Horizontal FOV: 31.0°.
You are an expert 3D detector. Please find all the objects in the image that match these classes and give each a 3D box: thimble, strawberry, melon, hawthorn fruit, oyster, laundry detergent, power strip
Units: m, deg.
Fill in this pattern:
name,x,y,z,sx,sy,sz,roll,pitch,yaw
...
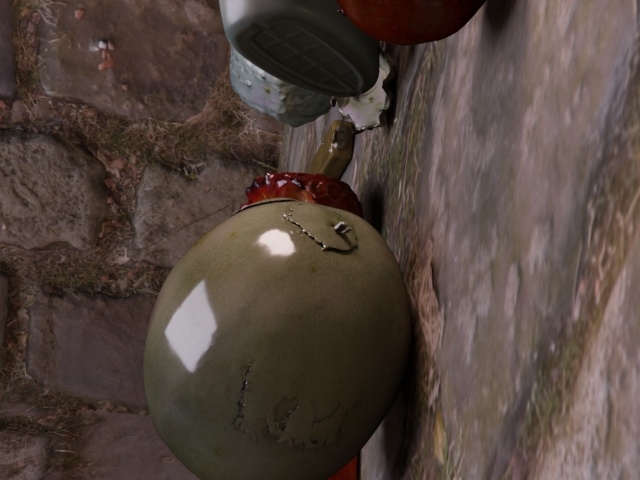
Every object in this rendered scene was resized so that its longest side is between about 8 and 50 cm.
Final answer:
name,x,y,z,sx,sy,sz,roll,pitch,yaw
thimble,-0.053,-0.318,1.995,0.250,0.205,0.171,-82,3,-51
strawberry,-0.007,-0.007,1.594,0.253,0.150,0.280,-119,32,-43
melon,-0.041,0.107,1.179,0.268,0.269,0.330,-94,29,-59
hawthorn fruit,0.078,-0.245,0.960,0.188,0.169,0.169,74,-160,-75
oyster,0.062,-0.217,1.526,0.209,0.072,0.132,44,124,57
laundry detergent,-0.029,-0.392,1.410,0.264,0.125,0.397,23,-125,-52
power strip,0.016,-0.134,1.945,0.305,0.044,0.064,127,148,-75

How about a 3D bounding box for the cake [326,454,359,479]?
name,x,y,z,sx,sy,sz,roll,pitch,yaw
cake,-0.044,0.286,1.476,0.151,0.177,0.282,105,175,-57
